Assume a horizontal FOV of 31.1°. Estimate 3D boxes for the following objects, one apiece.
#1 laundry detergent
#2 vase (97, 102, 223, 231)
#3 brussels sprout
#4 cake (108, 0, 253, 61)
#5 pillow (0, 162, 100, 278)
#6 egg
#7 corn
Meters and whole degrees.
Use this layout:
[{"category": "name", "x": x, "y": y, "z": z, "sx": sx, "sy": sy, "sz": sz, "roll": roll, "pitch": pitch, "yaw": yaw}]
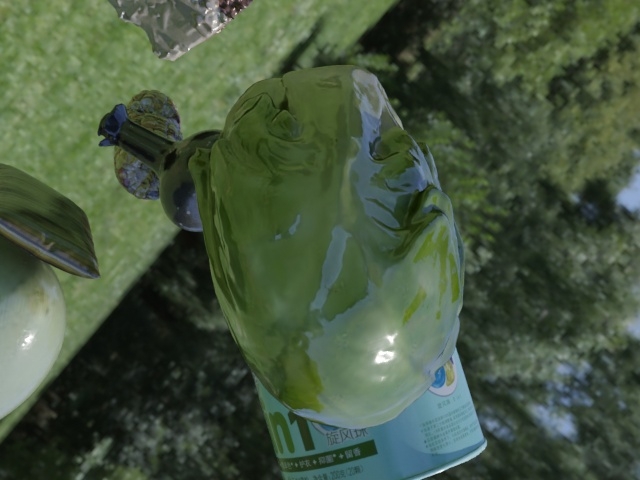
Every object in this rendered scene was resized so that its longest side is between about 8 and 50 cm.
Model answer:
[{"category": "laundry detergent", "x": 0.047, "y": 0.170, "z": 1.566, "sx": 0.287, "sy": 0.305, "sz": 0.287, "roll": -17, "pitch": 177, "yaw": -1}, {"category": "vase", "x": -0.165, "y": -0.088, "z": 1.282, "sx": 0.120, "sy": 0.183, "sz": 0.120, "roll": -60, "pitch": 176, "yaw": -7}, {"category": "brussels sprout", "x": 0.015, "y": 0.014, "z": 1.061, "sx": 0.247, "sy": 0.328, "sz": 0.328, "roll": -8, "pitch": 180, "yaw": -6}, {"category": "cake", "x": -0.161, "y": -0.312, "z": 1.393, "sx": 0.134, "sy": 0.135, "sz": 0.147, "roll": -27, "pitch": -159, "yaw": 36}, {"category": "pillow", "x": -0.256, "y": -0.019, "z": 1.053, "sx": 0.038, "sy": 0.113, "sz": 0.203, "roll": -57, "pitch": -161, "yaw": 6}, {"category": "egg", "x": -0.361, "y": 0.082, "z": 1.117, "sx": 0.295, "sy": 0.218, "sz": 0.218, "roll": -15, "pitch": -154, "yaw": 38}, {"category": "corn", "x": -0.244, "y": -0.148, "z": 1.656, "sx": 0.098, "sy": 0.098, "sz": 0.290, "roll": -49, "pitch": -159, "yaw": 18}]
